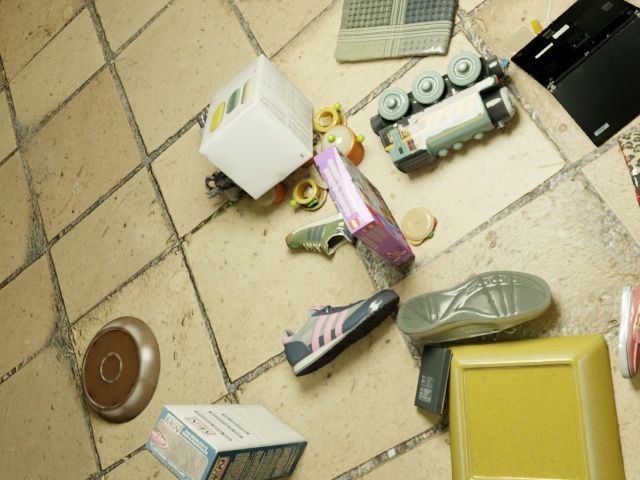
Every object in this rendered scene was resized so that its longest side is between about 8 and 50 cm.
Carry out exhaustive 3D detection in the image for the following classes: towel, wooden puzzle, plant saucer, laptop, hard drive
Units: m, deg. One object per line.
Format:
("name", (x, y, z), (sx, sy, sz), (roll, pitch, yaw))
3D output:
("towel", (0.201, -0.613, 1.617), (0.324, 0.056, 0.313), (6, 84, 29))
("wooden puzzle", (0.464, -0.452, 1.437), (0.116, 0.014, 0.079), (-33, 59, 19))
("plant saucer", (-0.598, 0.373, 1.816), (0.310, 0.050, 0.311), (-8, 73, 27))
("laptop", (0.590, -0.379, 1.335), (0.234, 0.136, 0.264), (-40, 39, 14))
("hard drive", (0.240, 0.295, 1.334), (0.094, 0.022, 0.135), (168, 115, -71))
("plant saucer", (0.400, 0.357, 1.224), (0.332, 0.081, 0.333), (-9, 73, 29))

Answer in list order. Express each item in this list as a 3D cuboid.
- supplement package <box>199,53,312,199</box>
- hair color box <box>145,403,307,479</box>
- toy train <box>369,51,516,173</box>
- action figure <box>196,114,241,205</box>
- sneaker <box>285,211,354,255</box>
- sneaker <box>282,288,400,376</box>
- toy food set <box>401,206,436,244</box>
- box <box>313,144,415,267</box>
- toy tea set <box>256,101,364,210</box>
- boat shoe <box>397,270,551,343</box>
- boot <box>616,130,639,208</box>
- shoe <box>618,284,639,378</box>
("supplement package", (-0.156, -0.290, 1.576), (0.199, 0.198, 0.263), (-34, 34, 25))
("hair color box", (-0.198, 0.453, 1.385), (0.173, 0.347, 0.105), (27, 91, 33))
("toy train", (0.280, -0.292, 1.438), (0.333, 0.142, 0.190), (-23, 79, 21))
("action figure", (-0.261, -0.230, 1.753), (0.185, 0.099, 0.285), (-19, 72, 17))
("sneaker", (0.000, 0.000, 1.554), (0.192, 0.064, 0.086), (-22, 62, 20))
("sneaker", (0.035, 0.187, 1.460), (0.319, 0.112, 0.131), (-38, 65, 15))
("toy food set", (0.230, -0.038, 1.459), (0.082, 0.020, 0.083), (-37, 62, 17))
("box", (0.103, -0.068, 1.378), (0.057, 0.293, 0.201), (-32, 63, 13))
("toy tea set", (-0.039, -0.202, 1.595), (0.336, 0.124, 0.200), (-48, 59, 11))
("boat shoe", (0.327, 0.152, 1.319), (0.320, 0.103, 0.118), (-19, 49, 19))
("boot", (0.729, -0.096, 1.116), (0.284, 0.138, 0.378), (-19, 65, 24))
("shoe", (0.607, 0.172, 1.161), (0.081, 0.063, 0.178), (0, 73, 35))
